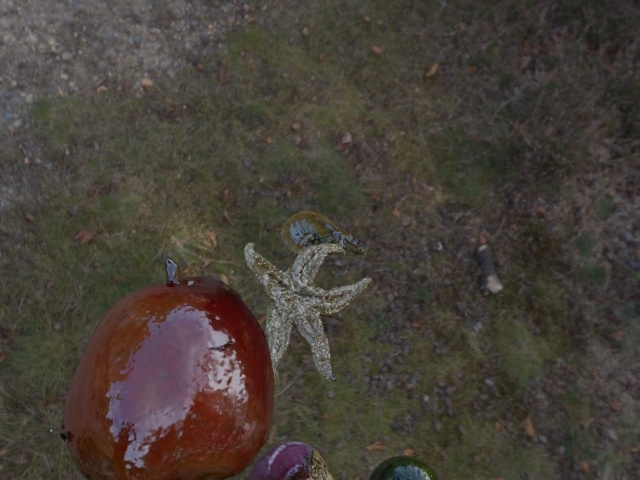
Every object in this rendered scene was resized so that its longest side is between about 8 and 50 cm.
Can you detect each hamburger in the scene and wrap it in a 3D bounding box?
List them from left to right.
[{"bbox_3d":[-0.018,0.624,1.581,0.083,0.147,0.138,-28,93,-15],"label":"hamburger"}]

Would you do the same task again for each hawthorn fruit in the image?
[{"bbox_3d":[-0.129,0.116,0.526,0.185,0.185,0.202,2,84,-24],"label":"hawthorn fruit"}]

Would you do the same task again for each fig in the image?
[{"bbox_3d":[0.144,0.436,1.017,0.123,0.156,0.123,-3,68,8],"label":"fig"}]

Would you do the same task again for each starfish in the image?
[{"bbox_3d":[-0.030,0.130,1.137,0.299,0.060,0.302,20,61,-29],"label":"starfish"}]

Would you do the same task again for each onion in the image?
[{"bbox_3d":[-0.097,0.571,1.309,0.159,0.348,0.267,4,58,-1],"label":"onion"}]

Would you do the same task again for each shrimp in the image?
[{"bbox_3d":[0.000,0.000,1.702,0.287,0.063,0.152,27,59,35],"label":"shrimp"}]
